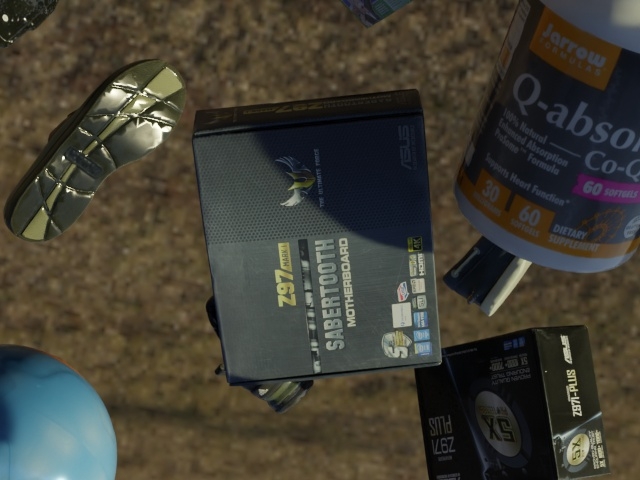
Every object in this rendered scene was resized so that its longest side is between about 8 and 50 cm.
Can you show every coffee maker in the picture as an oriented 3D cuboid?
[{"bbox_3d":[-0.435,-0.346,1.929,0.178,0.171,0.120,26,128,32],"label":"coffee maker"}]

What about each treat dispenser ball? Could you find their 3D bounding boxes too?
[{"bbox_3d":[-0.402,0.274,1.850,0.288,0.288,0.288,9,161,3],"label":"treat dispenser ball"}]

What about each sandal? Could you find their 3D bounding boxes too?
[{"bbox_3d":[-0.306,-0.129,1.921,0.120,0.303,0.086,50,174,-38],"label":"sandal"}]

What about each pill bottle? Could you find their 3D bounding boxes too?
[{"bbox_3d":[0.215,-0.127,1.125,0.162,0.162,0.278,13,121,-8],"label":"pill bottle"}]

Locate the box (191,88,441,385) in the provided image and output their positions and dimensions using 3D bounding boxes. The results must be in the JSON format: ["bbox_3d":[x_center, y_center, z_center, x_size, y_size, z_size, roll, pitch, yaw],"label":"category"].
[{"bbox_3d":[0.000,0.000,1.197,0.183,0.232,0.059,-5,-156,1],"label":"box"}]

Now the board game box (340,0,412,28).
[{"bbox_3d":[0.042,-0.378,1.820,0.213,0.046,0.317,45,169,-9],"label":"board game box"}]

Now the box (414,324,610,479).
[{"bbox_3d":[0.185,0.170,1.453,0.077,0.147,0.180,0,169,-38],"label":"box"}]

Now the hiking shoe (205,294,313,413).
[{"bbox_3d":[-0.059,0.063,1.511,0.114,0.227,0.086,32,125,-29],"label":"hiking shoe"}]

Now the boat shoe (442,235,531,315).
[{"bbox_3d":[0.223,-0.039,1.596,0.079,0.254,0.095,34,-159,10],"label":"boat shoe"}]
